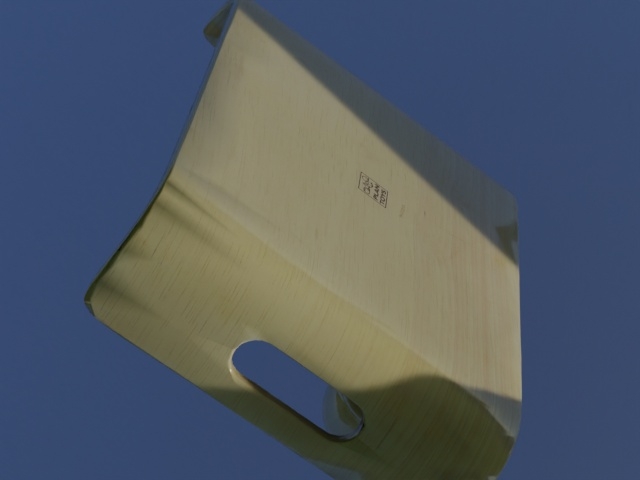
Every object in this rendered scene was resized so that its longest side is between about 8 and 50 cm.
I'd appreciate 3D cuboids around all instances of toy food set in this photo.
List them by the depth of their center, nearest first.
[{"bbox_3d":[0.000,0.000,0.792,0.219,0.306,0.092,36,-61,-15],"label":"toy food set"}]
